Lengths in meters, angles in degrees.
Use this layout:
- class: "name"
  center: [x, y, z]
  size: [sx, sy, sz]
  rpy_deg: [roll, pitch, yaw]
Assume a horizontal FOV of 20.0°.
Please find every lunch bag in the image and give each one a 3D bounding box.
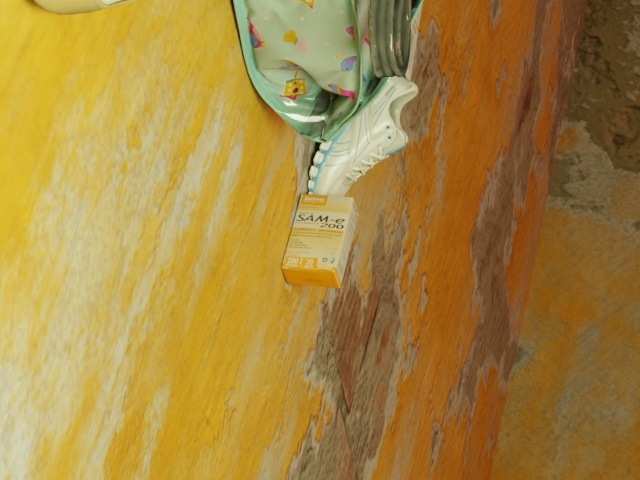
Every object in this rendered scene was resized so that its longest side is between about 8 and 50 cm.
- class: "lunch bag"
  center: [0.022, -0.251, 1.778]
  size: [0.262, 0.160, 0.223]
  rpy_deg: [76, 32, -50]

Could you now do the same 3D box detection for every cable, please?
- class: "cable"
  center: [0.052, -0.292, 1.629]
  size: [0.139, 0.072, 0.287]
  rpy_deg: [-40, 134, -76]

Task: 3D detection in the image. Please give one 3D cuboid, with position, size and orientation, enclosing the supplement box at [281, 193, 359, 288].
- class: "supplement box"
  center: [0.000, 0.000, 1.975]
  size: [0.036, 0.062, 0.098]
  rpy_deg: [71, 28, -54]

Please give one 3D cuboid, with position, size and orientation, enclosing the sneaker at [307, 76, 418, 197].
- class: "sneaker"
  center: [0.050, -0.105, 2.029]
  size: [0.191, 0.083, 0.071]
  rpy_deg: [-67, 162, 1]

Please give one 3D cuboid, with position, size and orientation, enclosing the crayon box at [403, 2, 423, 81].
- class: "crayon box"
  center: [0.073, -0.367, 2.081]
  size: [0.203, 0.083, 0.323]
  rpy_deg: [58, 41, -66]

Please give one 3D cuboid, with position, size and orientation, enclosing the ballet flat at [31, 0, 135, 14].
- class: "ballet flat"
  center: [-0.145, -0.212, 1.352]
  size: [0.232, 0.073, 0.080]
  rpy_deg: [-40, 133, -69]
